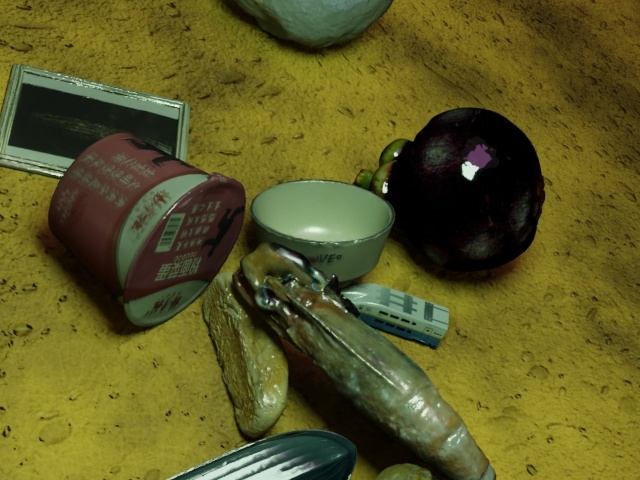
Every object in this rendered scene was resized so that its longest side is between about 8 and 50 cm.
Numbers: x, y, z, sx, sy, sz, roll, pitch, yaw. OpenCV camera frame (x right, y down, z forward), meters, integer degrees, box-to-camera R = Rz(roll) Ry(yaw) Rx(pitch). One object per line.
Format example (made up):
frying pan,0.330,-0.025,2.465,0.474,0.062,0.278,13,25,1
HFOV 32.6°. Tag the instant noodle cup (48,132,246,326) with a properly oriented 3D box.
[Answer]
instant noodle cup,-0.240,-0.026,1.480,0.178,0.235,0.235,34,44,21

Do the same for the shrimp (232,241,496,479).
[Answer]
shrimp,0.066,0.169,1.442,0.446,0.221,0.110,45,87,2

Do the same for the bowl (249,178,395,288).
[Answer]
bowl,0.000,0.000,1.611,0.211,0.112,0.211,3,30,-2

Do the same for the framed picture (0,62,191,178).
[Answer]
framed picture,-0.346,-0.171,1.696,0.293,0.018,0.231,12,46,-16

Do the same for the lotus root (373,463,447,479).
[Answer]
lotus root,0.098,0.390,1.299,0.154,0.154,0.278,23,40,-5

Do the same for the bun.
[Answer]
bun,-0.028,-0.498,2.007,0.362,0.211,0.362,11,48,-13

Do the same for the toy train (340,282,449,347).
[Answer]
toy train,0.075,0.094,1.627,0.234,0.051,0.052,20,40,-8

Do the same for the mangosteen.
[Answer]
mangosteen,0.198,-0.082,1.723,0.302,0.275,0.275,4,40,21

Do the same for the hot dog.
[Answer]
hot dog,-0.092,0.150,1.476,0.073,0.084,0.242,-1,50,-28

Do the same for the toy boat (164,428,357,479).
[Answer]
toy boat,-0.085,0.305,1.306,0.296,0.122,0.114,-19,82,-25
